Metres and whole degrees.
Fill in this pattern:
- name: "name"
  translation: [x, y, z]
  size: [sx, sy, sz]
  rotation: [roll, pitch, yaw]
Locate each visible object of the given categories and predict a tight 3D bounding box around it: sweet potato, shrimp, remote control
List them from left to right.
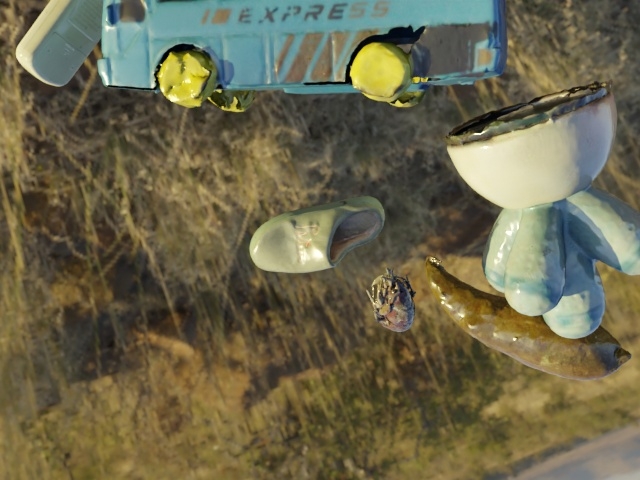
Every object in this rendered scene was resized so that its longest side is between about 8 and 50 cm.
- name: "remote control"
  translation: [-0.247, -0.251, 0.991]
  size: [0.190, 0.029, 0.087]
  rotation: [-55, 165, 0]
- name: "shrimp"
  translation: [0.099, 0.078, 1.302]
  size: [0.056, 0.065, 0.165]
  rotation: [-47, 146, -25]
- name: "sweet potato"
  translation: [0.378, 0.160, 1.791]
  size: [0.130, 0.423, 0.130]
  rotation: [-55, 160, -32]

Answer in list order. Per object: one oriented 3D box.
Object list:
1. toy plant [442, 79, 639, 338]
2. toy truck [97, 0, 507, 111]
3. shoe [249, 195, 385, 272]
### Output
- name: "toy plant"
  translation: [0.316, -0.025, 1.260]
  size: [0.247, 0.332, 0.247]
  rotation: [-18, -170, 3]
- name: "toy truck"
  translation: [-0.017, -0.207, 0.894]
  size: [0.385, 0.162, 0.161]
  rotation: [0, -173, 14]
- name: "shoe"
  translation: [0.000, 0.000, 1.280]
  size: [0.195, 0.078, 0.079]
  rotation: [-19, 126, -3]
